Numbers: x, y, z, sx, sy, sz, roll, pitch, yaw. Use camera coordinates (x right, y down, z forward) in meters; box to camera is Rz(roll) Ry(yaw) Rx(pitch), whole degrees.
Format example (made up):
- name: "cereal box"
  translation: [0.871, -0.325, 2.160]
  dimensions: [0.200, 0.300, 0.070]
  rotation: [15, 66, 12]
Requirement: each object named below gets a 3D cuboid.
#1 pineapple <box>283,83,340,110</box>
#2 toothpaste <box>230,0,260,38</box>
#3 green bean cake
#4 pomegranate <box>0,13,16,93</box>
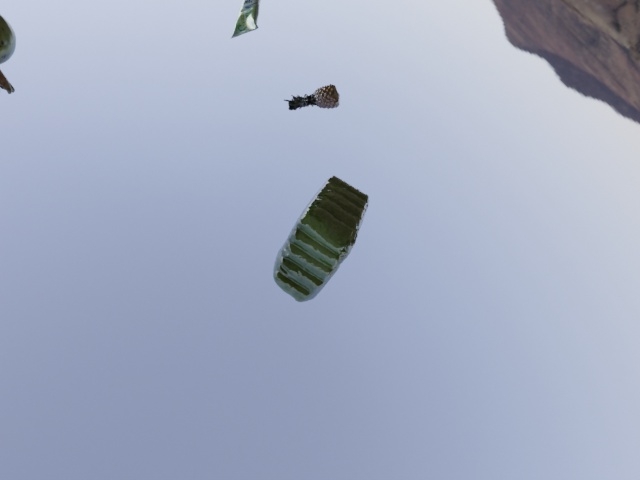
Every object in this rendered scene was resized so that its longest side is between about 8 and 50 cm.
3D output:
- name: "pineapple"
  translation: [-0.019, -0.319, 1.197]
  dimensions: [0.058, 0.124, 0.058]
  rotation: [-12, -90, -73]
- name: "toothpaste"
  translation: [-0.188, -0.604, 1.374]
  dimensions: [0.297, 0.074, 0.048]
  rotation: [-92, -17, -47]
- name: "green bean cake"
  translation: [0.000, 0.000, 1.111]
  dimensions: [0.125, 0.222, 0.248]
  rotation: [34, -149, 0]
- name: "pomegranate"
  translation: [-0.634, -0.357, 0.971]
  dimensions: [0.129, 0.159, 0.129]
  rotation: [6, -135, -6]
